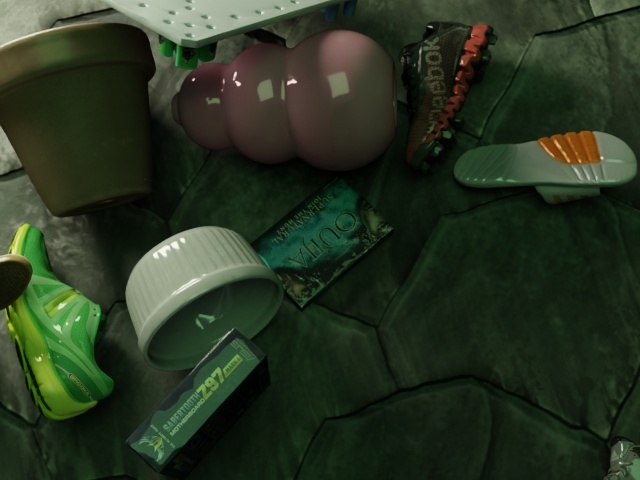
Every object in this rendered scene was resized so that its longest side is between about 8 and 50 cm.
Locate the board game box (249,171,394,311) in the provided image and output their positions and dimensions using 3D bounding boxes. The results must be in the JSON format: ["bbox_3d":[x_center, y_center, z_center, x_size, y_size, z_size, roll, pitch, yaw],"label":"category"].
[{"bbox_3d":[0.000,0.000,1.275,0.186,0.026,0.126,-41,74,-13],"label":"board game box"}]

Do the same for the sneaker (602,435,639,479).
[{"bbox_3d":[0.371,0.324,1.135,0.229,0.086,0.132,8,65,-8],"label":"sneaker"}]

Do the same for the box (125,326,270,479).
[{"bbox_3d":[-0.146,0.215,1.089,0.059,0.232,0.183,40,76,11],"label":"box"}]

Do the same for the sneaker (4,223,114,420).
[{"bbox_3d":[-0.372,0.112,1.211,0.123,0.109,0.295,-9,63,-32],"label":"sneaker"}]

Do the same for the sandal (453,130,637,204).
[{"bbox_3d":[0.338,-0.102,1.292,0.265,0.076,0.102,0,54,22],"label":"sandal"}]

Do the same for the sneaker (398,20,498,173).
[{"bbox_3d":[0.169,-0.230,1.319,0.135,0.097,0.276,21,70,7],"label":"sneaker"}]

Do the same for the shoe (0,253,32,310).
[{"bbox_3d":[-0.477,0.073,1.148,0.219,0.076,0.058,-32,44,13],"label":"shoe"}]

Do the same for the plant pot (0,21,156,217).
[{"bbox_3d":[-0.347,-0.159,1.239,0.263,0.263,0.229,-15,90,-5],"label":"plant pot"}]

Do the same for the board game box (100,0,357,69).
[{"bbox_3d":[-0.194,-0.386,1.262,0.390,0.050,0.390,32,40,24],"label":"board game box"}]

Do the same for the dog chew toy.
[{"bbox_3d":[-0.055,-0.201,1.263,0.332,0.206,0.206,-2,70,8],"label":"dog chew toy"}]

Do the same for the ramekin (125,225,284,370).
[{"bbox_3d":[-0.163,0.073,1.161,0.207,0.207,0.109,-28,63,-9],"label":"ramekin"}]
